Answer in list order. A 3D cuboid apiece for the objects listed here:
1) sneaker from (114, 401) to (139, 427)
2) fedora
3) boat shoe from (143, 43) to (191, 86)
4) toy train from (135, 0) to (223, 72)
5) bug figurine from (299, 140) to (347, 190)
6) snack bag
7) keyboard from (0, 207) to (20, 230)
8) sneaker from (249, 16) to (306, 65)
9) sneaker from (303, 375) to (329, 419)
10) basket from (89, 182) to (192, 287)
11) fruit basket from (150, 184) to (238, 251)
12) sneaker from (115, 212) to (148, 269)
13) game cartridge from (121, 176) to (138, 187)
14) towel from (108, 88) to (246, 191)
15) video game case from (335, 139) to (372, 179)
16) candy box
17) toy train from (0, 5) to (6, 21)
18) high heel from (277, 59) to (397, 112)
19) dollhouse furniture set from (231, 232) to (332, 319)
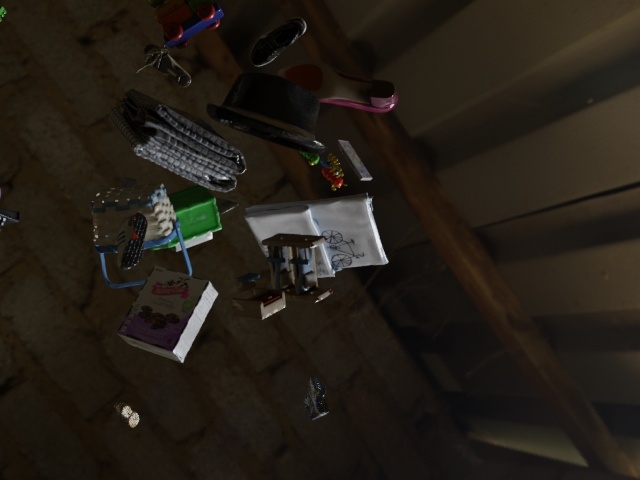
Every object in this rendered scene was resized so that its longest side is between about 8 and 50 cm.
[{"bbox_3d":[-0.458,0.409,1.732,0.037,0.032,0.083,16,-40,33],"label":"sneaker"},{"bbox_3d":[-0.122,-0.342,1.906,0.334,0.152,0.334,18,2,-1],"label":"fedora"},{"bbox_3d":[-0.521,-0.597,2.484,0.190,0.068,0.072,43,14,-31],"label":"boat shoe"},{"bbox_3d":[-0.365,-0.520,1.714,0.143,0.248,0.105,58,1,-2],"label":"toy train"},{"bbox_3d":[0.004,-0.281,2.625,0.216,0.072,0.279,42,11,-12],"label":"bug figurine"},{"bbox_3d":[0.000,0.000,1.995,0.342,0.037,0.323,-6,-38,12],"label":"snack bag"},{"bbox_3d":[-0.741,-0.016,1.442,0.201,0.317,0.033,28,53,-76],"label":"keyboard"},{"bbox_3d":[-0.147,-0.611,2.266,0.217,0.121,0.079,-34,-75,22],"label":"sneaker"},{"bbox_3d":[-0.020,0.401,1.867,0.052,0.058,0.135,39,19,-23],"label":"sneaker"},{"bbox_3d":[-0.501,-0.008,2.038,0.201,0.254,0.289,-81,166,-72],"label":"basket"},{"bbox_3d":[-0.474,-0.077,2.337,0.353,0.327,0.165,9,-63,57],"label":"fruit basket"},{"bbox_3d":[-0.496,0.007,1.882,0.075,0.161,0.057,-15,-35,36],"label":"sneaker"},{"bbox_3d":[-0.620,-0.165,2.392,0.056,0.017,0.083,10,-56,6],"label":"game cartridge"},{"bbox_3d":[-0.331,-0.243,1.715,0.283,0.121,0.235,26,11,-38],"label":"towel"},{"bbox_3d":[0.088,-0.211,1.929,0.122,0.011,0.087,58,19,8],"label":"video game case"},{"bbox_3d":[-0.367,0.174,1.769,0.165,0.196,0.070,14,-27,22],"label":"candy box"},{"bbox_3d":[-0.848,-0.580,1.916,0.017,0.083,0.024,4,-31,19],"label":"toy train"},{"bbox_3d":[0.054,-0.468,2.306,0.377,0.127,0.181,15,-3,5],"label":"high heel"},{"bbox_3d":[-0.079,0.072,1.503,0.129,0.183,0.129,3,-74,33],"label":"dollhouse furniture set"}]
